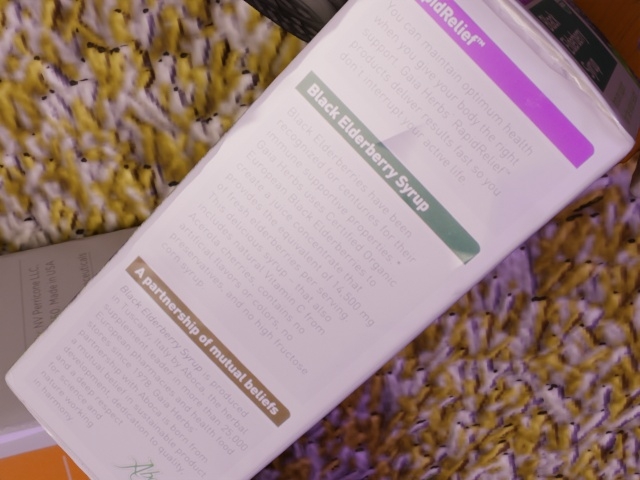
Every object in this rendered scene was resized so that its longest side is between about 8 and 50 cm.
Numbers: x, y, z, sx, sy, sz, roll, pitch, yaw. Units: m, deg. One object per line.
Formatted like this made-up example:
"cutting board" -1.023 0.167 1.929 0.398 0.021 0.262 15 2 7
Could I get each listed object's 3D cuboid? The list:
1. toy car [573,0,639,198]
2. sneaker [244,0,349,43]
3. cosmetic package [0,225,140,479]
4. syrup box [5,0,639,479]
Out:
"toy car" 0.128 -0.106 0.466 0.159 0.136 0.182 33 91 7
"sneaker" -0.039 -0.186 0.443 0.227 0.087 0.130 38 84 24
"cosmetic package" -0.266 0.164 0.578 0.453 0.161 0.230 -13 123 -9
"syrup box" 0.000 0.000 0.402 0.096 0.093 0.237 47 115 0
